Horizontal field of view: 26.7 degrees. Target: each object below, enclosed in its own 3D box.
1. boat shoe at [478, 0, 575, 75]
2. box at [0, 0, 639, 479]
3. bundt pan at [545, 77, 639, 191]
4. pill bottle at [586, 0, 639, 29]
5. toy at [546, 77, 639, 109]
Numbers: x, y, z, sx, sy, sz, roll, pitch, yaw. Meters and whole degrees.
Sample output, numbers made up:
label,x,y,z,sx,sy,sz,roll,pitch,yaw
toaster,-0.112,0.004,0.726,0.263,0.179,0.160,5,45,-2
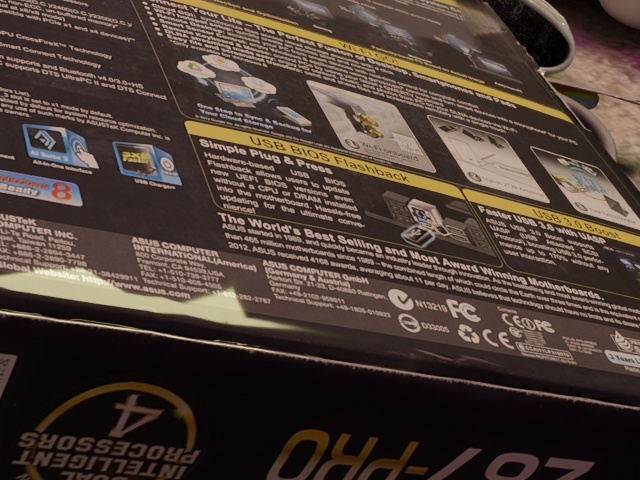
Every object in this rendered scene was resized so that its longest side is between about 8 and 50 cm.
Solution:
label,x,y,z,sx,sy,sz,roll,pitch,yaw
boat shoe,0.090,-0.185,0.998,0.228,0.079,0.081,22,12,-12
box,-0.048,-0.030,0.508,0.395,0.097,0.318,10,35,-30
bundt pan,0.000,0.000,0.751,0.331,0.124,0.331,5,38,-4
pill bottle,0.249,-0.296,1.137,0.181,0.181,0.323,-19,44,-30
toy,0.116,-0.096,0.941,0.237,0.056,0.137,18,12,30
